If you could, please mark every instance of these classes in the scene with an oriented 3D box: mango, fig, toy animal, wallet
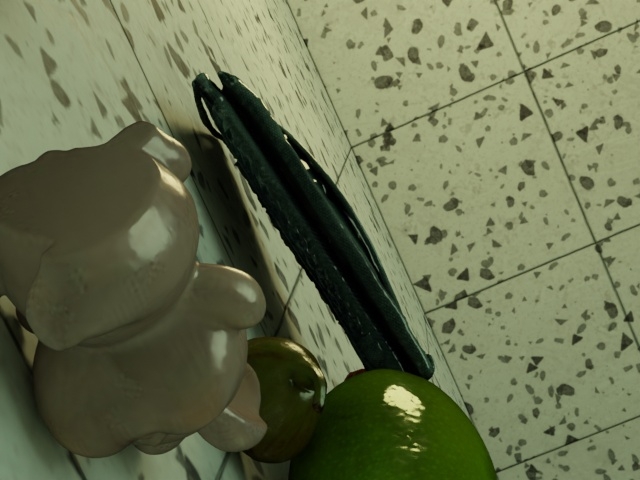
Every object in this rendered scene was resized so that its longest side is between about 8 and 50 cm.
[{"bbox_3d":[0.054,0.197,0.799,0.343,0.156,0.192,-34,100,-85],"label":"mango"},{"bbox_3d":[-0.027,0.103,0.765,0.082,0.098,0.084,41,38,-19],"label":"fig"},{"bbox_3d":[-0.077,0.057,0.514,0.124,0.124,0.212,-105,175,-50],"label":"toy animal"},{"bbox_3d":[0.000,0.000,1.073,0.342,0.075,0.237,56,-6,9],"label":"wallet"}]

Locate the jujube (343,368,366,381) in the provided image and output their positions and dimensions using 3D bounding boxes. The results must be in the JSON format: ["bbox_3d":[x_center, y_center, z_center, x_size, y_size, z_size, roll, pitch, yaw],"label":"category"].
[{"bbox_3d":[0.071,0.203,1.265,0.129,0.077,0.077,54,10,-12],"label":"jujube"}]
